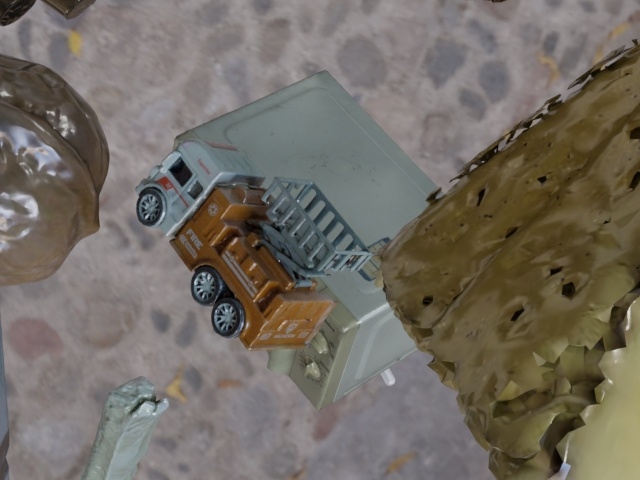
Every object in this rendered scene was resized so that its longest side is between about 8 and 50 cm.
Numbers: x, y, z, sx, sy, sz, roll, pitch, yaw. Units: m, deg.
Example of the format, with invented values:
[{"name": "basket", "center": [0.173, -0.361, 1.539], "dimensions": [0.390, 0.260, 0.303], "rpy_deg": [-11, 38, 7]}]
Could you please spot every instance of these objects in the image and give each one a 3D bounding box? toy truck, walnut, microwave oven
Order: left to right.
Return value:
[{"name": "walnut", "center": [-0.303, -0.069, 1.317], "dimensions": [0.224, 0.224, 0.224], "rpy_deg": [-9, 113, -24]}, {"name": "toy truck", "center": [-0.056, -0.011, 1.086], "dimensions": [0.080, 0.178, 0.115], "rpy_deg": [2, 133, -54]}, {"name": "microwave oven", "center": [0.000, 0.000, 1.844], "dimensions": [0.286, 0.355, 0.218], "rpy_deg": [-28, 153, -30]}]

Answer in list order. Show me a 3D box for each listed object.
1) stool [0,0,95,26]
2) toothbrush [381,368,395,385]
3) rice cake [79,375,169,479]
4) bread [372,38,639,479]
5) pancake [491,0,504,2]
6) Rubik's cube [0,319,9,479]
[{"name": "stool", "center": [-0.388, -0.262, 1.480], "dimensions": [0.272, 0.272, 0.178], "rpy_deg": [-39, 89, -9]}, {"name": "toothbrush", "center": [0.047, 0.107, 2.230], "dimensions": [0.019, 0.025, 0.276], "rpy_deg": [-23, 85, -48]}, {"name": "rice cake", "center": [-0.275, 0.296, 1.863], "dimensions": [0.066, 0.063, 0.336], "rpy_deg": [-26, 155, -37]}, {"name": "bread", "center": [0.215, 0.031, 0.613], "dimensions": [0.315, 0.279, 0.248], "rpy_deg": [-37, 117, 15]}, {"name": "pancake", "center": [0.148, -0.293, 0.825], "dimensions": [0.065, 0.356, 0.356], "rpy_deg": [33, 92, -32]}, {"name": "Rubik's cube", "center": [-0.295, 0.179, 0.623], "dimensions": [0.288, 0.283, 0.293], "rpy_deg": [0, 108, -4]}]
